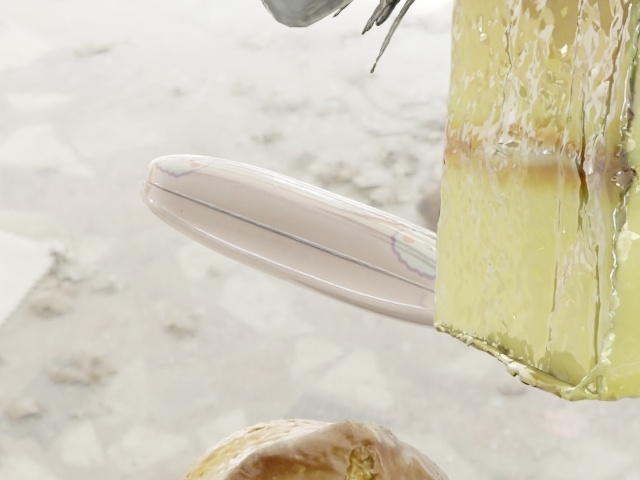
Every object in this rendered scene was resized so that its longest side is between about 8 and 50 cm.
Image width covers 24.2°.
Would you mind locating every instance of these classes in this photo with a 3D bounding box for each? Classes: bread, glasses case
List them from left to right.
[{"bbox_3d":[-0.013,0.296,1.327,0.312,0.312,0.172,-25,21,-25],"label":"bread"},{"bbox_3d":[0.000,0.000,1.132,0.296,0.075,0.113,22,6,19],"label":"glasses case"},{"bbox_3d":[0.187,-0.025,0.551,0.264,0.163,0.167,5,7,-13],"label":"bread"}]

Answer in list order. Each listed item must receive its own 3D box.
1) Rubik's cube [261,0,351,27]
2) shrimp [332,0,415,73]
[{"bbox_3d":[0.025,-0.306,0.571,0.303,0.301,0.305,-29,22,7],"label":"Rubik's cube"},{"bbox_3d":[0.101,-0.270,1.042,0.116,0.343,0.145,40,29,10],"label":"shrimp"}]
